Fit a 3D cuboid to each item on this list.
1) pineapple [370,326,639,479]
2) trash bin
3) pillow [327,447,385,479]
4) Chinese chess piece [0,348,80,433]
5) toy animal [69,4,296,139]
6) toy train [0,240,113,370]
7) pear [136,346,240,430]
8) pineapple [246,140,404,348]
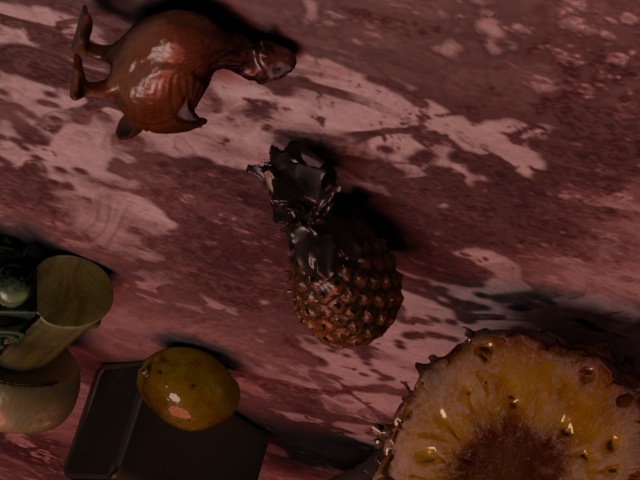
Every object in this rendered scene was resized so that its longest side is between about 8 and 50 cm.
[{"bbox_3d":[0.224,0.260,1.844,0.352,0.352,0.300,10,164,18],"label":"pineapple"},{"bbox_3d":[-0.201,0.282,2.437,0.122,0.164,0.240,-6,151,46],"label":"trash bin"},{"bbox_3d":[-0.001,0.414,2.472,0.326,0.101,0.228,-28,146,-1],"label":"pillow"},{"bbox_3d":[-0.403,0.178,2.317,0.188,0.083,0.188,14,-161,-5],"label":"Chinese chess piece"},{"bbox_3d":[-0.117,-0.131,1.495,0.179,0.089,0.188,5,155,-10],"label":"toy animal"},{"bbox_3d":[-0.357,0.075,2.148,0.190,0.126,0.307,-9,168,-24],"label":"toy train"},{"bbox_3d":[-0.165,0.185,2.246,0.131,0.107,0.107,17,160,-21],"label":"pear"},{"bbox_3d":[0.000,0.000,1.691,0.125,0.125,0.251,7,151,23],"label":"pineapple"}]
